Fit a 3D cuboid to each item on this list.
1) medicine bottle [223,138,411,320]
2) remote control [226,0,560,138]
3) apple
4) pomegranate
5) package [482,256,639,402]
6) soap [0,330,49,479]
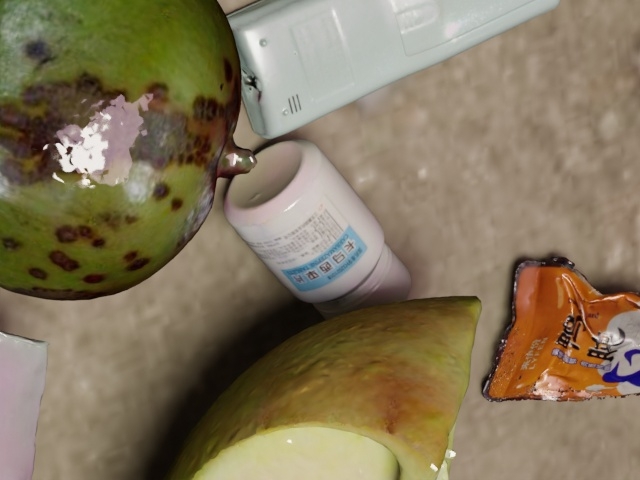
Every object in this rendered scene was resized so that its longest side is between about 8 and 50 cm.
[{"bbox_3d":[0.000,0.000,0.752,0.052,0.052,0.089,-47,124,-9],"label":"medicine bottle"},{"bbox_3d":[0.036,-0.102,0.756,0.162,0.029,0.061,-28,114,-19],"label":"remote control"},{"bbox_3d":[-0.013,0.132,0.734,0.120,0.193,0.265,21,114,3],"label":"apple"},{"bbox_3d":[-0.112,-0.050,0.631,0.169,0.148,0.148,1,104,-22],"label":"pomegranate"},{"bbox_3d":[0.138,0.049,0.856,0.111,0.033,0.077,5,126,-16],"label":"package"},{"bbox_3d":[-0.238,0.094,0.596,0.259,0.081,0.181,18,66,-31],"label":"soap"}]
